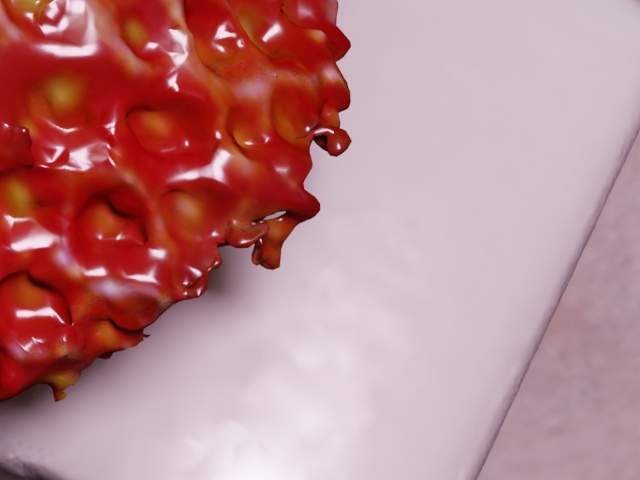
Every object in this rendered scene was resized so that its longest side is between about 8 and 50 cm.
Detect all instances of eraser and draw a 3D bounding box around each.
[{"bbox_3d":[0.000,0.000,0.569,0.174,0.095,0.270,27,67,5],"label":"eraser"}]

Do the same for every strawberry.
[{"bbox_3d":[-0.125,-0.069,0.486,0.234,0.234,0.178,-51,130,-24],"label":"strawberry"}]
